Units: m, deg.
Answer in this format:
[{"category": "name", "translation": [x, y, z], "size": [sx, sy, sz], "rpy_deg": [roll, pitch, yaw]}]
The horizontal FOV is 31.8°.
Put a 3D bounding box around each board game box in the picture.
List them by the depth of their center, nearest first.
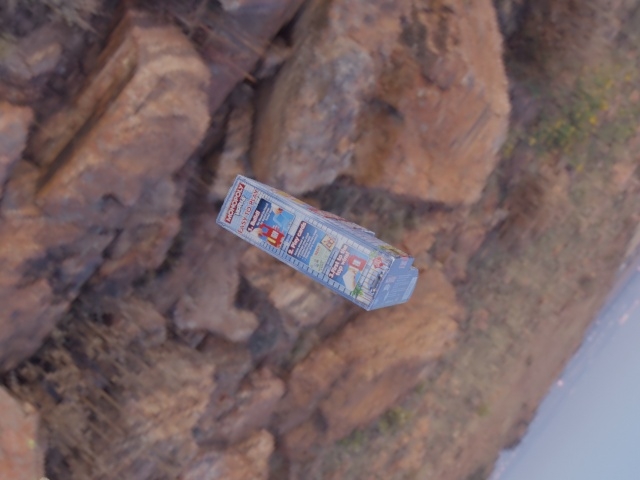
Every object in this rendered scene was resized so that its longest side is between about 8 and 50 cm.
[{"category": "board game box", "translation": [0.000, 0.000, 1.167], "size": [0.060, 0.194, 0.194], "rpy_deg": [-64, 166, 6]}]

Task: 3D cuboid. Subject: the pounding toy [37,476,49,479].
[{"category": "pounding toy", "translation": [-0.273, 0.281, 0.945], "size": [0.141, 0.130, 0.100], "rpy_deg": [-24, -176, -17]}]
